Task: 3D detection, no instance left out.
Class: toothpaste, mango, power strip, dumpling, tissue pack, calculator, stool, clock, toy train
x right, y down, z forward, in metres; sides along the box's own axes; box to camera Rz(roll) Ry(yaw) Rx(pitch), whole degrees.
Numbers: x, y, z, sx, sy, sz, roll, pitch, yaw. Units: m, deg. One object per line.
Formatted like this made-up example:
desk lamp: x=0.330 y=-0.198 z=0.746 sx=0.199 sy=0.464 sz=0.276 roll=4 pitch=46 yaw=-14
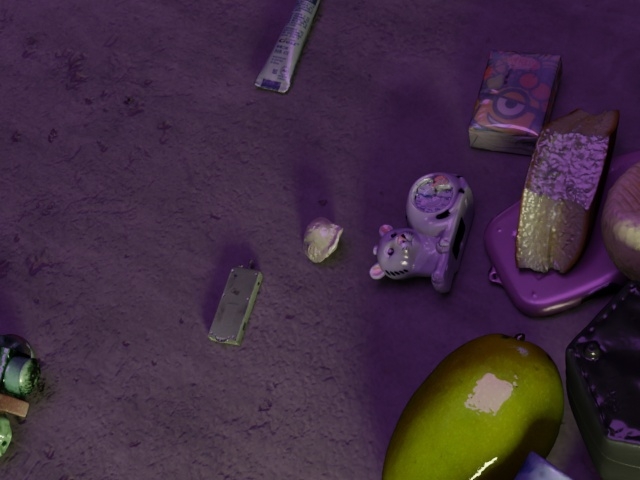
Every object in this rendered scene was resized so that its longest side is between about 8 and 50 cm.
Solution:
toothpaste: x=-0.043 y=-0.336 z=1.811 sx=0.062 sy=0.037 sz=0.216 roll=14 pitch=70 yaw=23
mango: x=0.180 y=0.244 z=1.359 sx=0.175 sy=0.143 sz=0.293 roll=33 pitch=85 yaw=22
power strip: x=-0.119 y=0.088 z=1.603 sx=0.051 sy=0.019 sz=0.136 roll=6 pitch=64 yaw=22
dumpling: x=-0.002 y=-0.001 z=1.598 sx=0.076 sy=0.052 sz=0.057 roll=15 pitch=62 yaw=25
tissue pack: x=0.284 y=-0.203 z=1.622 sx=0.109 sy=0.060 sz=0.148 roll=11 pitch=66 yaw=20
calculator: x=0.360 y=-0.012 z=1.502 sx=0.294 sy=0.043 sz=0.194 roll=-25 pitch=58 yaw=3
stool: x=0.388 y=0.163 z=1.244 sx=0.232 sy=0.141 sz=0.232 roll=-7 pitch=56 yaw=11
clock: x=0.140 y=-0.018 z=1.550 sx=0.117 sy=0.080 sz=0.176 roll=10 pitch=67 yaw=22
toy train: x=-0.553 y=0.220 z=1.598 sx=0.304 sy=0.150 sz=0.221 roll=7 pitch=74 yaw=19

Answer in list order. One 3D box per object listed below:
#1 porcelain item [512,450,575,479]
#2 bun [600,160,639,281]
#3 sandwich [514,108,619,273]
porcelain item: x=0.205 y=0.369 z=1.265 sx=0.141 sy=0.141 sz=0.259 roll=34 pitch=85 yaw=29
bun: x=0.467 y=-0.019 z=1.343 sx=0.244 sy=0.153 sz=0.244 roll=-25 pitch=25 yaw=13
sandwich: x=0.329 y=-0.082 z=1.479 sx=0.094 sy=0.096 sz=0.258 roll=13 pitch=71 yaw=21
